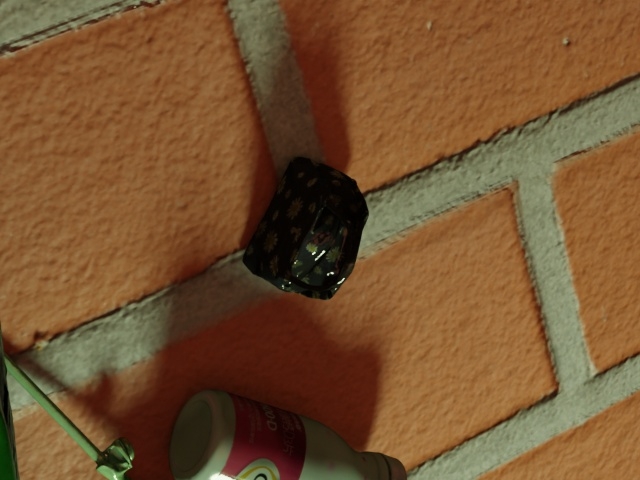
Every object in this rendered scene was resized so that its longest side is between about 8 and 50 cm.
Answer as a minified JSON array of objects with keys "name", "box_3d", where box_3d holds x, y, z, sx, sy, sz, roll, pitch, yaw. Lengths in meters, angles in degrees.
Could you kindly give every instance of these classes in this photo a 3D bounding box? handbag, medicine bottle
[{"name":"handbag","box_3d":[0.000,0.000,1.146,0.072,0.139,0.115,25,96,-22]},{"name":"medicine bottle","box_3d":[-0.025,0.203,1.229,0.217,0.090,0.090,22,97,-30]}]

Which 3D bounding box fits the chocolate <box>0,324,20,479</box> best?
[{"name":"chocolate","box_3d":[-0.392,0.122,0.979,0.341,0.161,0.360,-11,112,-19]}]

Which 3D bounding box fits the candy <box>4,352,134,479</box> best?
[{"name":"candy","box_3d":[-0.183,0.195,1.174,0.078,0.084,0.287,-43,110,-11]}]
